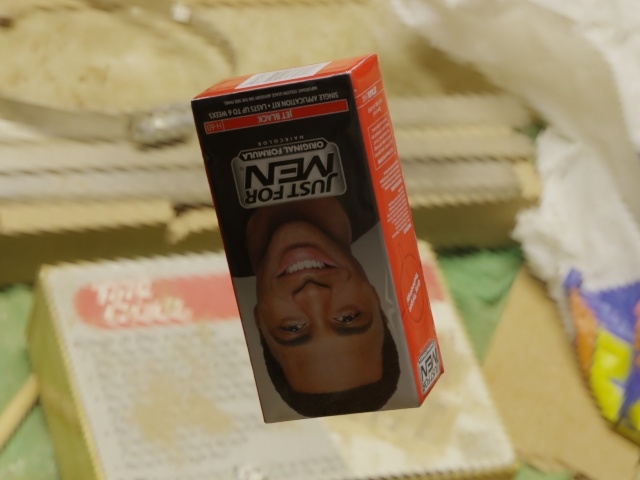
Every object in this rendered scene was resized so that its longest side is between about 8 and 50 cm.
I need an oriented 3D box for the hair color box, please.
[{"bbox_3d":[0.000,0.000,0.800,0.072,0.141,0.043,-9,14,19],"label":"hair color box"}]
